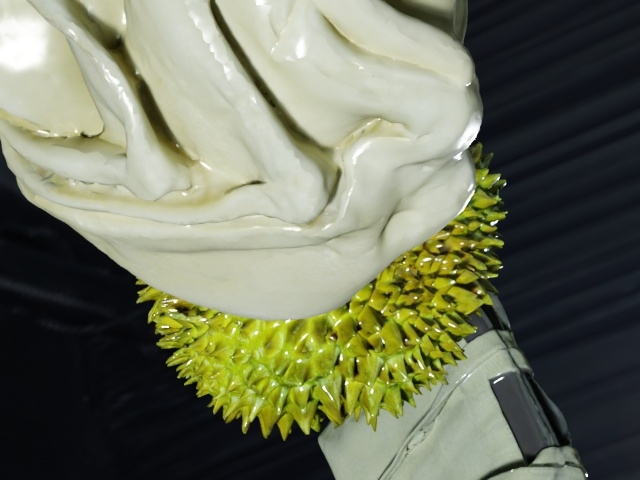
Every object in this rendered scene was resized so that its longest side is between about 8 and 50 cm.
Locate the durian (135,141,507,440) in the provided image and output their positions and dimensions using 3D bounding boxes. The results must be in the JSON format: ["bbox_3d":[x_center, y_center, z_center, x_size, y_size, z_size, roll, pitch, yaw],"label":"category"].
[{"bbox_3d":[0.001,-0.003,1.146,0.291,0.291,0.225,-73,-18,-61],"label":"durian"}]

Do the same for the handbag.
[{"bbox_3d":[0.108,0.207,1.301,0.109,0.253,0.316,-2,-129,-30],"label":"handbag"}]

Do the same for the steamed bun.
[{"bbox_3d":[-0.047,-0.120,0.760,0.203,0.289,0.276,-3,-123,-41],"label":"steamed bun"}]
